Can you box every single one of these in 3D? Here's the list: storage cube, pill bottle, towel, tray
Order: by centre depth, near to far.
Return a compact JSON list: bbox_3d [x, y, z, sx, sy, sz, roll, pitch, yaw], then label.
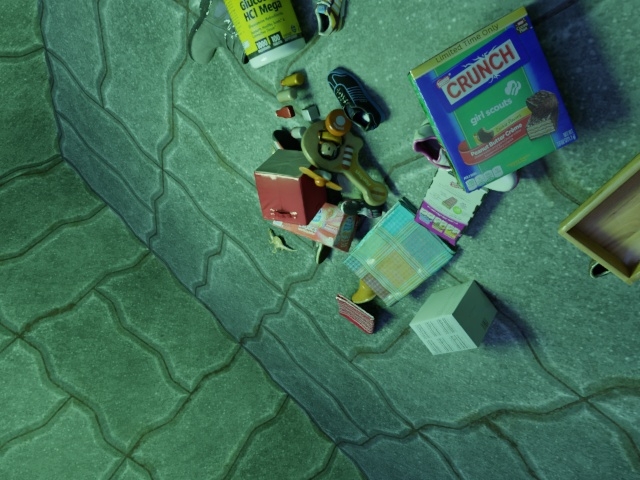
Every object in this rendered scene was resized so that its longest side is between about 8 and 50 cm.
[{"bbox_3d":[0.760,-0.104,0.906,0.203,0.076,0.411,40,132,11],"label":"tray"},{"bbox_3d":[-0.188,-0.713,1.249,0.187,0.188,0.334,0,122,44],"label":"pill bottle"},{"bbox_3d":[-0.099,-0.191,1.474,0.183,0.215,0.193,11,130,22],"label":"storage cube"},{"bbox_3d":[0.275,0.059,1.519,0.271,0.040,0.370,44,127,5],"label":"towel"},{"bbox_3d":[0.119,-0.180,1.548,0.110,0.027,0.148,11,129,37],"label":"towel"},{"bbox_3d":[0.158,0.337,1.881,0.198,0.031,0.275,32,163,18],"label":"towel"}]

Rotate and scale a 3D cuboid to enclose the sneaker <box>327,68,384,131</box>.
[{"bbox_3d":[0.096,-0.435,1.295,0.232,0.090,0.081,45,142,4],"label":"sneaker"}]

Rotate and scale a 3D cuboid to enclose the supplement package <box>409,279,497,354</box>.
[{"bbox_3d":[0.466,0.274,1.468,0.149,0.194,0.203,52,143,-4],"label":"supplement package"}]

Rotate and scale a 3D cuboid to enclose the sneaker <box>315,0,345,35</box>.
[{"bbox_3d":[0.026,-0.671,1.163,0.069,0.084,0.186,24,137,29],"label":"sneaker"}]

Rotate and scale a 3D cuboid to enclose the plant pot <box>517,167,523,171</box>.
[{"bbox_3d":[0.461,-0.280,1.124,0.236,0.032,0.236,27,138,27],"label":"plant pot"}]

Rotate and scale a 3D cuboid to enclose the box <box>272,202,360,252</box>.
[{"bbox_3d":[-0.017,-0.076,1.633,0.299,0.154,0.142,19,178,32],"label":"box"}]

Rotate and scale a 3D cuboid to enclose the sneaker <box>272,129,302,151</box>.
[{"bbox_3d":[-0.105,-0.291,1.617,0.270,0.090,0.145,43,140,2],"label":"sneaker"}]

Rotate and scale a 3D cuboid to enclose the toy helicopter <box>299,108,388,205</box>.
[{"bbox_3d":[0.079,-0.237,1.382,0.355,0.235,0.140,43,163,-11],"label":"toy helicopter"}]

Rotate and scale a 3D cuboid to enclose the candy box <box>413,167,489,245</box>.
[{"bbox_3d":[0.405,-0.117,1.288,0.159,0.071,0.233,35,141,17],"label":"candy box"}]

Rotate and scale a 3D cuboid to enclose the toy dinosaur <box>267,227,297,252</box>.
[{"bbox_3d":[-0.201,0.022,2.015,0.183,0.053,0.093,40,140,11],"label":"toy dinosaur"}]

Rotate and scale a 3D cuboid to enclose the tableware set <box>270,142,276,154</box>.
[{"bbox_3d":[-0.162,-0.296,1.659,0.141,0.020,0.169,61,172,17],"label":"tableware set"}]

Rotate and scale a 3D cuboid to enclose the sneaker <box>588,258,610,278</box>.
[{"bbox_3d":[0.774,0.044,1.068,0.066,0.071,0.188,41,142,10],"label":"sneaker"}]

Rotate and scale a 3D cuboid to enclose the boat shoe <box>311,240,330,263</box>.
[{"bbox_3d":[-0.001,0.000,1.786,0.073,0.080,0.224,33,135,27],"label":"boat shoe"}]

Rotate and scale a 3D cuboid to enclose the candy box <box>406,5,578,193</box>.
[{"bbox_3d":[0.391,-0.315,0.972,0.268,0.122,0.317,-27,101,13],"label":"candy box"}]

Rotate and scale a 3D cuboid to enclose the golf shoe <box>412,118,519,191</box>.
[{"bbox_3d":[0.380,-0.212,1.124,0.306,0.140,0.115,35,139,14],"label":"golf shoe"}]

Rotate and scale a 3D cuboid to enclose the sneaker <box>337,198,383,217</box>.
[{"bbox_3d":[0.141,-0.125,1.485,0.077,0.178,0.072,30,111,59],"label":"sneaker"}]

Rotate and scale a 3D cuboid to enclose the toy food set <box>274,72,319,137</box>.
[{"bbox_3d":[-0.090,-0.448,1.455,0.104,0.111,0.232,15,134,52],"label":"toy food set"}]

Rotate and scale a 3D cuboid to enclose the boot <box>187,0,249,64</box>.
[{"bbox_3d":[-0.339,-0.699,1.478,0.222,0.118,0.338,43,147,-2],"label":"boot"}]

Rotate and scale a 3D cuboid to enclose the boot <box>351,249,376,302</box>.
[{"bbox_3d":[0.186,0.129,1.707,0.295,0.104,0.211,-31,93,47],"label":"boot"}]
